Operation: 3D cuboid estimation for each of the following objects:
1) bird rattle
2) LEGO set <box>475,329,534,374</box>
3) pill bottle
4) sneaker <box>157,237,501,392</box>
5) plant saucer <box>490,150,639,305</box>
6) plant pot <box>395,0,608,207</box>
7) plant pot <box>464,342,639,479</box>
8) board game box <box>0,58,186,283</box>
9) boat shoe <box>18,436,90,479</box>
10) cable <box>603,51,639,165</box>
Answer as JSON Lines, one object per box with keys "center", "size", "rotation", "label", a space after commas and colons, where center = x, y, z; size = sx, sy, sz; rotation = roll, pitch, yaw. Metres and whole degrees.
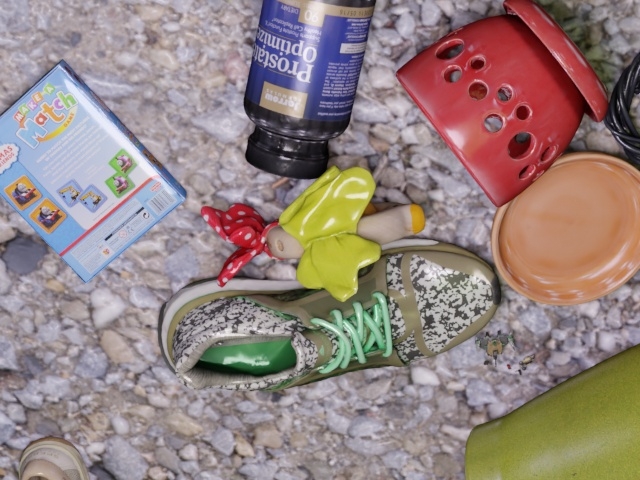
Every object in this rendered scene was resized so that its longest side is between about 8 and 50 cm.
{"center": [0.000, 0.000, 1.842], "size": [0.207, 0.253, 0.143], "rotation": [-12, 88, -34], "label": "bird rattle"}
{"center": [0.217, 0.131, 1.976], "size": [0.054, 0.023, 0.083], "rotation": [-36, 119, 13], "label": "LEGO set"}
{"center": [-0.017, -0.185, 1.810], "size": [0.123, 0.123, 0.219], "rotation": [11, 108, -4], "label": "pill bottle"}
{"center": [0.010, 0.114, 1.881], "size": [0.410, 0.182, 0.158], "rotation": [-13, 108, 4], "label": "sneaker"}
{"center": [0.291, -0.017, 1.895], "size": [0.200, 0.037, 0.200], "rotation": [-4, 120, -8], "label": "plant saucer"}
{"center": [0.202, -0.161, 1.789], "size": [0.174, 0.191, 0.191], "rotation": [-40, 105, 5], "label": "plant pot"}
{"center": [0.366, 0.287, 1.880], "size": [0.353, 0.366, 0.366], "rotation": [-18, 108, 18], "label": "plant pot"}
{"center": [-0.284, -0.078, 1.890], "size": [0.160, 0.039, 0.211], "rotation": [-39, 105, 12], "label": "board game box"}
{"center": [-0.301, 0.393, 2.020], "size": [0.109, 0.098, 0.302], "rotation": [-15, 108, 5], "label": "boat shoe"}
{"center": [0.412, -0.158, 1.860], "size": [0.184, 0.047, 0.150], "rotation": [-7, 109, 3], "label": "cable"}
